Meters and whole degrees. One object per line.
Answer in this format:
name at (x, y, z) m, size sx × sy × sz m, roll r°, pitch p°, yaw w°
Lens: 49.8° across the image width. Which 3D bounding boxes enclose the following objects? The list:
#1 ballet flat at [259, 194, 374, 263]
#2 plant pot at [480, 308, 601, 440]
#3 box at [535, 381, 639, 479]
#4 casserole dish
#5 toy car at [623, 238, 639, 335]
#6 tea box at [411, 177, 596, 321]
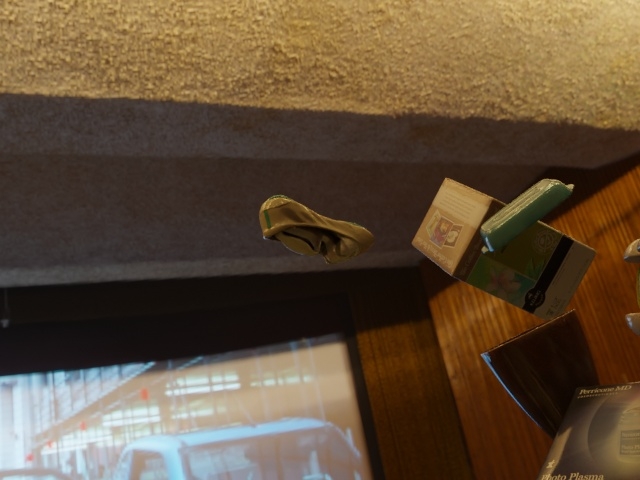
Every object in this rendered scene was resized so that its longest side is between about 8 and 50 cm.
ballet flat at (0.000, 0.000, 1.185) m, size 0.249 × 0.086 × 0.086 m, roll 19°, pitch -36°, yaw -35°
plant pot at (0.478, 0.290, 1.409) m, size 0.216 × 0.230 × 0.215 m, roll -24°, pitch -13°, yaw -6°
box at (0.529, 0.376, 1.090) m, size 0.296 × 0.182 × 0.294 m, roll -21°, pitch 16°, yaw 46°
casserole dish at (0.344, -0.048, 1.178) m, size 0.188 × 0.037 × 0.114 m, roll -39°, pitch 3°, yaw 8°
toy car at (0.555, 0.068, 1.069) m, size 0.136 × 0.159 × 0.182 m, roll 1°, pitch -13°, yaw 9°
tea box at (0.463, 0.018, 1.805) m, size 0.324 × 0.219 × 0.329 m, roll 23°, pitch 9°, yaw -15°
